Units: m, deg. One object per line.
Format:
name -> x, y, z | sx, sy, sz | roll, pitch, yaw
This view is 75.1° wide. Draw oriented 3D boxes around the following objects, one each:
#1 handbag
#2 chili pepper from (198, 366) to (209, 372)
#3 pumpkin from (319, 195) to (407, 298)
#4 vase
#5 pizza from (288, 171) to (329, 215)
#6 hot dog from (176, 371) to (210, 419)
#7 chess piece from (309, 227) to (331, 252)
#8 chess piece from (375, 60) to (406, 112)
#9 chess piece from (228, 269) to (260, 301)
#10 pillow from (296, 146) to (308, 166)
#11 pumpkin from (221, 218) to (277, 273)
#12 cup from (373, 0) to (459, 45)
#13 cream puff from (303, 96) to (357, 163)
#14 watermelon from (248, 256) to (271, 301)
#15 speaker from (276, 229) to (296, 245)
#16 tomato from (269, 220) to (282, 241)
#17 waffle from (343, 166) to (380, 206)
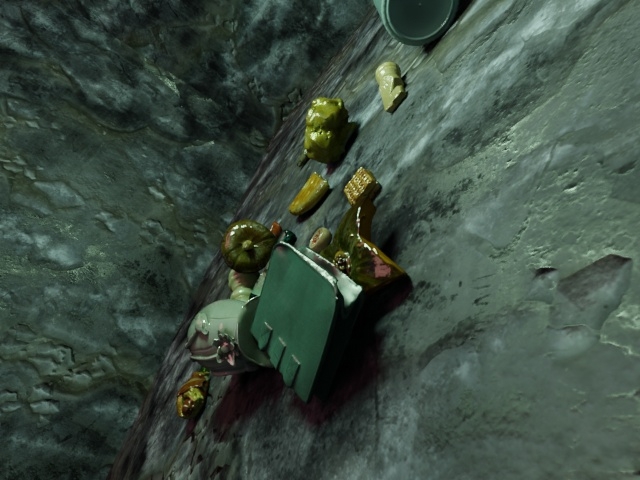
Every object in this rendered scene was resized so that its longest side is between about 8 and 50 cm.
handbag -> -0.033, 0.162, 0.906 | 0.269, 0.100, 0.274 | 32, 113, 48
chili pepper -> -0.502, 0.551, 1.778 | 0.118, 0.035, 0.055 | -35, 14, 44
pumpkin -> 0.063, 0.071, 0.955 | 0.290, 0.095, 0.258 | -57, 29, 37
vase -> -0.237, 0.275, 1.229 | 0.445, 0.250, 0.250 | -24, 40, 54
pizza -> -0.035, -0.188, 1.647 | 0.292, 0.058, 0.197 | -34, 31, 49
hot dog -> -0.492, 0.583, 1.599 | 0.146, 0.103, 0.213 | -57, 18, 10
chess piece -> 0.000, 0.000, 1.307 | 0.083, 0.038, 0.083 | -50, 22, 30
chess piece -> 0.242, -0.519, 1.417 | 0.090, 0.090, 0.200 | -44, 35, 40
chess piece -> -0.299, 0.215, 1.631 | 0.133, 0.133, 0.243 | -52, 26, 22
pillow -> -0.054, -0.488, 2.149 | 0.241, 0.051, 0.093 | -61, 14, -8
pumpkin -> -0.285, 0.024, 1.618 | 0.219, 0.219, 0.162 | -63, 2, -9
cup -> 0.347, -0.818, 1.392 | 0.311, 0.331, 0.257 | -86, -2, -49
cream puff -> 0.049, -0.431, 1.648 | 0.282, 0.185, 0.282 | 8, -90, -74
watermelon -> -0.181, 0.129, 1.534 | 0.241, 0.094, 0.154 | -67, 11, -26
speaker -> -0.135, -0.005, 1.594 | 0.094, 0.060, 0.075 | 68, -135, -72
tomato -> -0.202, -0.004, 1.779 | 0.155, 0.069, 0.155 | -61, 11, 21
waffle -> 0.120, -0.153, 1.217 | 0.102, 0.042, 0.148 | -52, 20, 17
